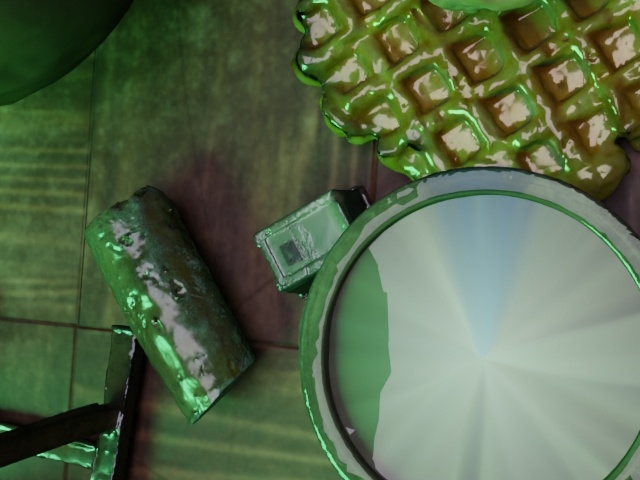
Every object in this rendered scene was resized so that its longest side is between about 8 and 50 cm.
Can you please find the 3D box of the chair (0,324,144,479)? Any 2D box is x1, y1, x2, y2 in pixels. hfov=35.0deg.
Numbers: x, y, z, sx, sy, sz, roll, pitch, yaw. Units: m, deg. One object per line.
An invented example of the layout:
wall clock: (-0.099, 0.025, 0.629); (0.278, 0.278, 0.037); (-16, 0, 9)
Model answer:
chair: (-0.288, 0.267, 0.757); (0.203, 0.240, 0.416); (7, 94, 19)

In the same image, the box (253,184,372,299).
box: (0.000, 0.000, 0.754); (0.084, 0.063, 0.060); (-29, 78, 14)

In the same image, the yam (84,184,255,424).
yam: (-0.114, 0.048, 0.784); (0.078, 0.078, 0.179); (-35, 77, 14)

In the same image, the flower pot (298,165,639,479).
flower pot: (0.114, 0.070, 0.639); (0.212, 0.202, 0.212); (-1, 86, 17)

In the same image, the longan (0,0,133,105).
longan: (-0.323, -0.285, 0.709); (0.435, 0.404, 0.404); (23, 95, 15)

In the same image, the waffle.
waffle: (0.125, -0.168, 0.723); (0.300, 0.058, 0.282); (37, 99, 15)

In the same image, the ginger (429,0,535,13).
ginger: (0.127, -0.278, 0.620); (0.275, 0.130, 0.221); (-34, 51, 42)
